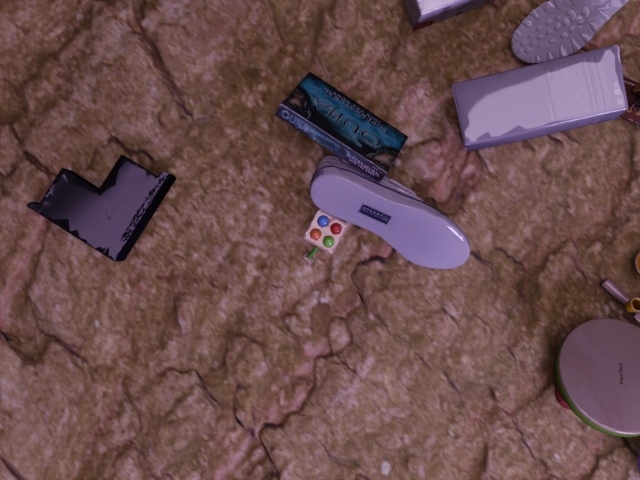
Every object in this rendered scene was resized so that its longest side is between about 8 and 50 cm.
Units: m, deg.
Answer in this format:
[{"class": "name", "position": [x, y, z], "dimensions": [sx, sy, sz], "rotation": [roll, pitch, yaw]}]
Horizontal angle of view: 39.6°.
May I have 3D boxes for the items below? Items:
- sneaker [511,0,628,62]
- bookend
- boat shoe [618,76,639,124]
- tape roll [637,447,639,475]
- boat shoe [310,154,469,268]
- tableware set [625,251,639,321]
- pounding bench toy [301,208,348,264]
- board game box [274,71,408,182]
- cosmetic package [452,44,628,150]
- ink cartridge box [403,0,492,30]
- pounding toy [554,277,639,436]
[{"class": "sneaker", "position": [0.400, -0.352, 1.362], "dimensions": [0.235, 0.095, 0.090], "rotation": [-33, 95, 19]}, {"class": "bookend", "position": [-0.331, -0.074, 1.357], "dimensions": [0.157, 0.072, 0.156], "rotation": [31, 89, 0]}, {"class": "boat shoe", "position": [0.493, -0.210, 1.370], "dimensions": [0.178, 0.060, 0.064], "rotation": [27, 90, 0]}, {"class": "tape roll", "position": [0.577, 0.325, 1.325], "dimensions": [0.189, 0.080, 0.189], "rotation": [-6, 110, -17]}, {"class": "boat shoe", "position": [0.109, -0.047, 1.353], "dimensions": [0.268, 0.088, 0.096], "rotation": [23, 128, -8]}, {"class": "tableware set", "position": [0.520, 0.063, 1.361], "dimensions": [0.104, 0.024, 0.154], "rotation": [47, 66, 1]}, {"class": "pounding bench toy", "position": [0.000, 0.000, 1.363], "dimensions": [0.052, 0.065, 0.083], "rotation": [30, 90, -1]}, {"class": "board game box", "position": [0.035, -0.173, 1.340], "dimensions": [0.186, 0.126, 0.026], "rotation": [33, 128, -1]}, {"class": "cosmetic package", "position": [0.320, -0.206, 1.317], "dimensions": [0.238, 0.127, 0.107], "rotation": [-9, 90, 9]}, {"class": "ink cartridge box", "position": [0.200, -0.377, 1.348], "dimensions": [0.135, 0.099, 0.056], "rotation": [-20, 89, -1]}, {"class": "pounding toy", "position": [0.445, 0.204, 1.363], "dimensions": [0.183, 0.110, 0.237], "rotation": [34, 60, 10]}]
